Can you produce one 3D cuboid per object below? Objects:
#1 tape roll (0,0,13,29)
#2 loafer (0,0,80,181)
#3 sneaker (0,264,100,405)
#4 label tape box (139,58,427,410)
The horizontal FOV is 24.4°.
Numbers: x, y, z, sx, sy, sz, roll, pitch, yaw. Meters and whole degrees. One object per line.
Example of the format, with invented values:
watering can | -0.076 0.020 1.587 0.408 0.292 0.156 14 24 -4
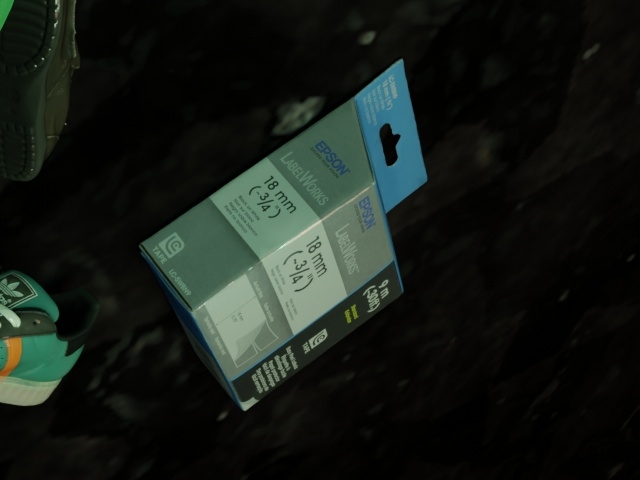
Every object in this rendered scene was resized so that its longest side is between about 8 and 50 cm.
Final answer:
tape roll | -0.340 -0.177 0.875 0.321 0.077 0.321 -20 142 -16
loafer | -0.226 -0.152 1.139 0.078 0.080 0.220 -59 169 -50
sneaker | -0.310 0.072 1.288 0.121 0.108 0.302 -51 157 14
label tape box | 0.000 0.000 1.547 0.333 0.106 0.241 -36 150 -10
